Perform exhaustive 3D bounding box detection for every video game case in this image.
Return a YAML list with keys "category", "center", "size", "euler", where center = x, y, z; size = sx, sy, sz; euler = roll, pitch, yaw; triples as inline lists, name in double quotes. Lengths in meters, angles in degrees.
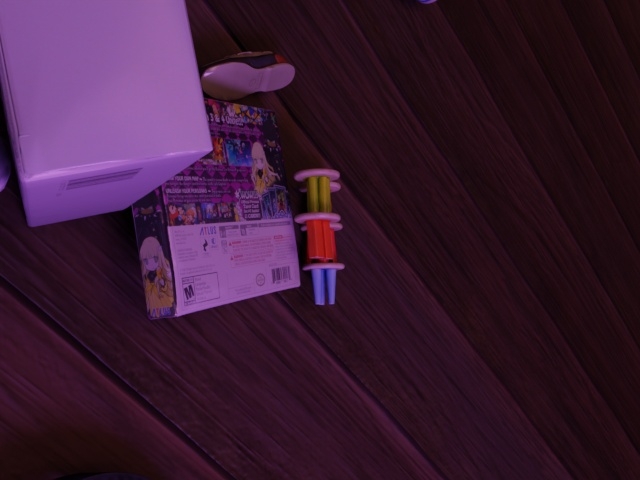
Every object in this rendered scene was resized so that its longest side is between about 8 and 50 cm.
- category: "video game case"
  center: [-0.104, -0.040, 0.743]
  size: [0.232, 0.042, 0.210]
  euler: [-9, 91, -62]

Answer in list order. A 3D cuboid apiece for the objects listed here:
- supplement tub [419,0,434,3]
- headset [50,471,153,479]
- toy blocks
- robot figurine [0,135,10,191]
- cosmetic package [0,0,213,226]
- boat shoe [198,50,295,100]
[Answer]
- category: "supplement tub"
  center: [0.138, -0.404, 1.068]
  size: [0.107, 0.071, 0.071]
  euler: [12, 76, -43]
- category: "headset"
  center: [-0.202, 0.345, 0.524]
  size: [0.394, 0.185, 0.243]
  euler: [-42, 114, -53]
- category: "toy blocks"
  center: [0.000, 0.000, 0.843]
  size: [0.123, 0.054, 0.148]
  euler: [66, 21, -83]
- category: "robot figurine"
  center: [-0.350, -0.045, 0.353]
  size: [0.300, 0.353, 0.200]
  euler: [-86, 175, -46]
- category: "cosmetic package"
  center: [-0.181, -0.165, 0.488]
  size: [0.097, 0.377, 0.284]
  euler: [-13, 93, -21]
- category: "boat shoe"
  center: [-0.090, -0.194, 0.825]
  size: [0.137, 0.049, 0.043]
  euler: [-20, 56, -43]
